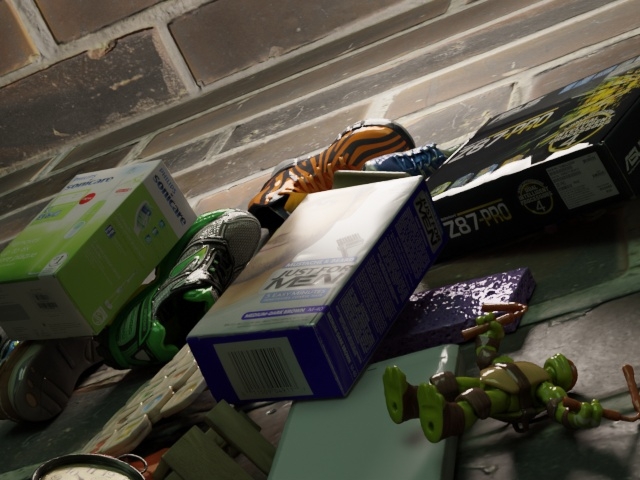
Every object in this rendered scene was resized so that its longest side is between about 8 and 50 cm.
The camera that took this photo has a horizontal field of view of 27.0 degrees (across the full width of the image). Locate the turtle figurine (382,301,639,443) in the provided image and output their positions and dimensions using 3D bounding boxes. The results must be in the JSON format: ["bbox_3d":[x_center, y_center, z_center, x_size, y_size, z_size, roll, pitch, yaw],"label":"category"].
[{"bbox_3d":[0.177,0.146,1.357,0.217,0.087,0.269,-8,27,-26],"label":"turtle figurine"}]

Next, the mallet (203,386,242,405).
[{"bbox_3d":[-0.154,0.203,1.775,0.039,0.062,0.189,-41,8,-40],"label":"mallet"}]

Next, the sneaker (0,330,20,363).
[{"bbox_3d":[-0.528,0.162,2.327,0.078,0.067,0.188,-15,23,13],"label":"sneaker"}]

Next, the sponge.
[{"bbox_3d":[0.154,0.093,1.648,0.210,0.031,0.117,-17,20,29],"label":"sponge"}]

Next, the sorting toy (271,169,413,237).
[{"bbox_3d":[0.000,0.000,1.921,0.307,0.041,0.229,7,68,59],"label":"sorting toy"}]

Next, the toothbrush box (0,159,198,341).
[{"bbox_3d":[-0.356,0.015,2.026,0.206,0.122,0.283,-6,33,40],"label":"toothbrush box"}]

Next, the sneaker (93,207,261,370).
[{"bbox_3d":[-0.185,0.078,2.037,0.146,0.134,0.343,0,39,40],"label":"sneaker"}]

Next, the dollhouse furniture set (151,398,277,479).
[{"bbox_3d":[-0.107,0.275,1.514,0.144,0.123,0.151,-41,-11,-39],"label":"dollhouse furniture set"}]

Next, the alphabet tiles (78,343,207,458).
[{"bbox_3d":[-0.207,0.197,1.751,0.278,0.021,0.284,-30,13,45],"label":"alphabet tiles"}]

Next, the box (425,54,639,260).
[{"bbox_3d":[0.319,-0.119,1.824,0.395,0.097,0.318,-20,16,49],"label":"box"}]

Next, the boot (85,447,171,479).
[{"bbox_3d":[-0.240,0.280,1.591,0.158,0.085,0.059,-29,17,-14],"label":"boot"}]

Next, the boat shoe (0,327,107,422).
[{"bbox_3d":[-0.418,0.169,2.082,0.116,0.123,0.324,-18,18,30],"label":"boat shoe"}]

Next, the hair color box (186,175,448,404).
[{"bbox_3d":[0.005,0.055,1.626,0.185,0.110,0.339,-8,26,32],"label":"hair color box"}]

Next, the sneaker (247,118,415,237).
[{"bbox_3d":[0.010,-0.083,2.220,0.321,0.125,0.180,-26,19,39],"label":"sneaker"}]

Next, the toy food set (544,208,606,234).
[{"bbox_3d":[0.333,-0.033,1.763,0.122,0.019,0.078,-7,26,47],"label":"toy food set"}]

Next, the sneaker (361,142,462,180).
[{"bbox_3d":[0.142,-0.112,1.998,0.211,0.080,0.081,-6,-41,-49],"label":"sneaker"}]

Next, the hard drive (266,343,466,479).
[{"bbox_3d":[0.044,0.224,1.395,0.203,0.040,0.307,-17,22,18],"label":"hard drive"}]

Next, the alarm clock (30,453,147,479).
[{"bbox_3d":[-0.251,0.288,1.497,0.129,0.064,0.192,17,24,18],"label":"alarm clock"}]
